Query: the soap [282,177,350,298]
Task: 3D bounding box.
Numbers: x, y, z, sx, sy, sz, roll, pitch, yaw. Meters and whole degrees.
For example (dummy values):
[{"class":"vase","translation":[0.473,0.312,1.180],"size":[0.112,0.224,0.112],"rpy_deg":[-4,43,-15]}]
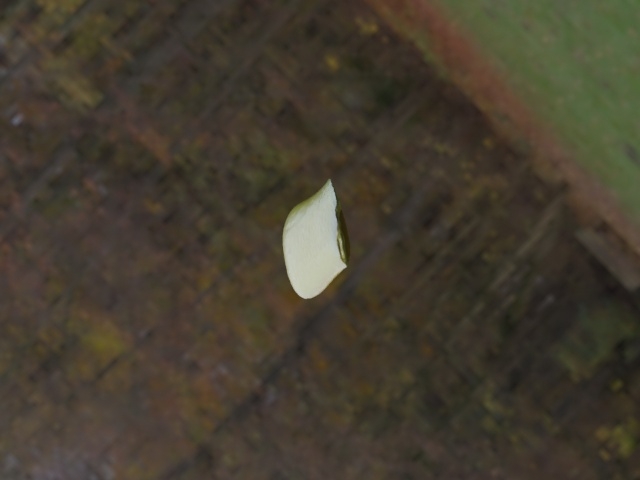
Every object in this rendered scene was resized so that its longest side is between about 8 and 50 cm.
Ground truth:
[{"class":"soap","translation":[0.000,0.000,1.598],"size":[0.168,0.033,0.089],"rpy_deg":[146,112,-65]}]
